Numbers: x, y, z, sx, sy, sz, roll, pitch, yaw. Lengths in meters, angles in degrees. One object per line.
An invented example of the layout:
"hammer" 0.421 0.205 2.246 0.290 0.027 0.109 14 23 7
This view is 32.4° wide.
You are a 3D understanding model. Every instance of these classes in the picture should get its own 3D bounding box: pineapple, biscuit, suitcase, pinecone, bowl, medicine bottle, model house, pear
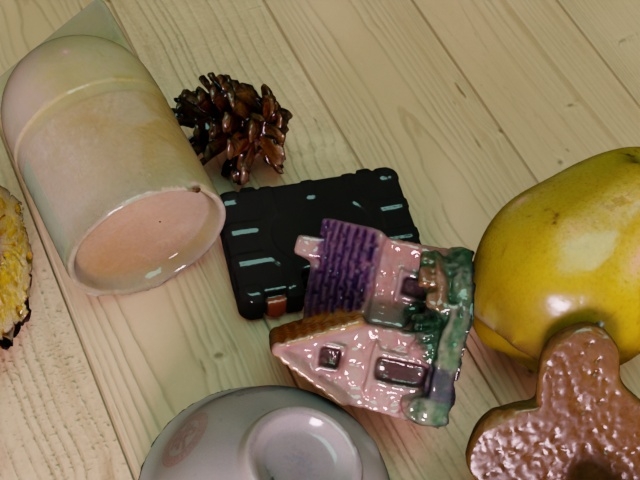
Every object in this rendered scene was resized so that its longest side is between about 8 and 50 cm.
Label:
"pineapple" -0.558 0.045 1.467 0.272 0.262 0.262 -9 54 16
"biscuit" 0.391 0.323 1.374 0.432 0.064 0.283 41 96 -2
"suitcase" 0.000 0.000 1.617 0.285 0.066 0.206 -9 58 -11
"pinecone" -0.131 -0.169 1.654 0.195 0.179 0.150 25 80 -5
"bowl" -0.040 0.296 1.324 0.345 0.157 0.345 11 53 -15
"medicine bottle" -0.324 -0.146 1.579 0.236 0.235 0.406 -21 61 -19
"model house" 0.059 0.102 1.420 0.237 0.202 0.237 11 96 -2
"pear" 0.346 0.022 1.492 0.285 0.285 0.336 15 82 4
